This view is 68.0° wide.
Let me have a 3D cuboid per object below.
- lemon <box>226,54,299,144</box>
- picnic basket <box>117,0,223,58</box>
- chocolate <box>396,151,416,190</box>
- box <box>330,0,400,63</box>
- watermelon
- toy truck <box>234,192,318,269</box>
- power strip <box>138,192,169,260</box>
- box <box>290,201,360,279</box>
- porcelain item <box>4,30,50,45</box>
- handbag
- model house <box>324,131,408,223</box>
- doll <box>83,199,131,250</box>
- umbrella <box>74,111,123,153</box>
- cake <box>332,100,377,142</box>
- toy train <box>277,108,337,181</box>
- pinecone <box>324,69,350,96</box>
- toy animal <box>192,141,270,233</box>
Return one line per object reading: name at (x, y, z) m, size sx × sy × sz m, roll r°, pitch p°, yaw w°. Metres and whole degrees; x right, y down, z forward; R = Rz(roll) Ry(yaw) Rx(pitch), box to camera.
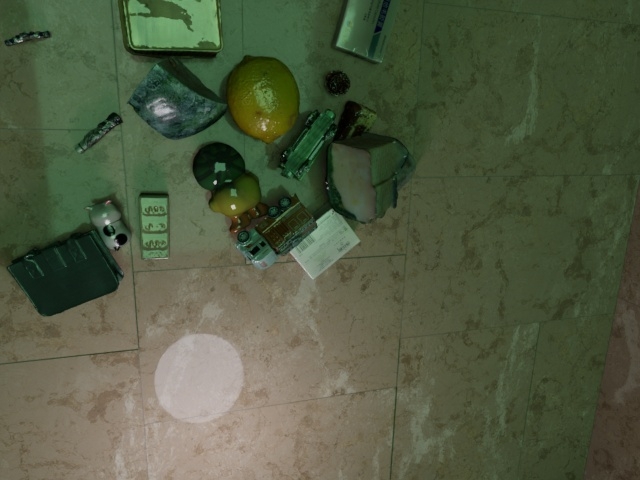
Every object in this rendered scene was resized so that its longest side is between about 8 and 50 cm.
lemon at (-0.199, -0.496, 1.674) m, size 0.258 × 0.258 × 0.309 m, roll -14°, pitch 106°, yaw -14°
picnic basket at (-0.495, -0.729, 1.569) m, size 0.313 × 0.175 × 0.227 m, roll -7°, pitch 105°, yaw -20°
chocolate at (0.272, -0.262, 1.974) m, size 0.185 × 0.100 × 0.303 m, roll 44°, pitch 85°, yaw -19°
box at (0.186, -0.873, 1.798) m, size 0.200 × 0.065 × 0.343 m, roll 13°, pitch 100°, yaw -20°
watermelon at (-0.493, -0.501, 1.614) m, size 0.229 × 0.387 × 0.258 m, roll -30°, pitch 72°, yaw 17°
toy truck at (-0.163, -0.022, 1.812) m, size 0.305 × 0.136 × 0.162 m, roll -40°, pitch 68°, yaw -7°
power strip at (-0.615, -0.045, 1.763) m, size 0.105 × 0.070 × 0.256 m, roll -1°, pitch 105°, yaw -17°
box at (0.000, 0.000, 1.944) m, size 0.260 × 0.111 × 0.194 m, roll -39°, pitch 110°, yaw -6°
porcelain item at (-0.933, -0.644, 1.502) m, size 0.136 × 0.075 × 0.021 m, roll -20°, pitch 110°, yaw -12°
handbag at (-0.889, 0.113, 1.672) m, size 0.327 × 0.089 × 0.238 m, roll -20°, pitch 113°, yaw 4°
model house at (0.199, -0.252, 1.812) m, size 0.284 × 0.243 × 0.298 m, roll -27°, pitch 126°, yaw -35°
doll at (-0.754, -0.057, 1.696) m, size 0.111 × 0.107 × 0.180 m, roll -20°, pitch 112°, yaw -10°
umbrella at (-0.771, -0.372, 1.639) m, size 0.188 × 0.050 × 0.046 m, roll -40°, pitch 90°, yaw -4°
cake at (0.128, -0.417, 1.863) m, size 0.112 × 0.135 × 0.245 m, roll 17°, pitch 99°, yaw -22°
toy train at (-0.048, -0.357, 1.790) m, size 0.120 × 0.202 × 0.300 m, roll 35°, pitch 92°, yaw -4°
pinecone at (0.068, -0.601, 1.809) m, size 0.102 × 0.109 × 0.102 m, roll -4°, pitch 104°, yaw -14°
toy animal at (-0.326, -0.200, 1.744) m, size 0.216 × 0.191 × 0.338 m, roll -37°, pitch 113°, yaw -19°
